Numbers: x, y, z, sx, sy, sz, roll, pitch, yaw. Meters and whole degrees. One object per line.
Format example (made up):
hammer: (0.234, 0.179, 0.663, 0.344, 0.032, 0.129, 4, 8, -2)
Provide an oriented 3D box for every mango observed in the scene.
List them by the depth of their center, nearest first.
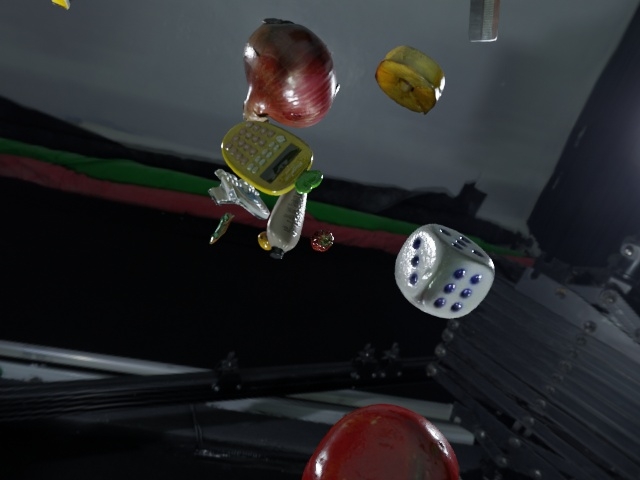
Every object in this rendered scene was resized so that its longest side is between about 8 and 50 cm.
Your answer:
mango: (-0.203, 0.002, 1.733, 0.080, 0.060, 0.114, 45, -172, 12)

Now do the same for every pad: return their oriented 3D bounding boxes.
pad: (0.586, -0.692, 1.531, 0.055, 0.322, 0.250, -8, -165, 45)

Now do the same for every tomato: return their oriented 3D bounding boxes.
tomato: (0.119, 0.504, 0.909, 0.290, 0.293, 0.325, 34, -117, 23)

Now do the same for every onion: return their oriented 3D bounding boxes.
onion: (-0.096, -0.531, 1.429, 0.355, 0.353, 0.353, 12, -154, -6)

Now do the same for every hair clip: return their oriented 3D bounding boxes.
hair clip: (-0.192, -0.104, 1.093, 0.140, 0.054, 0.220, 49, -169, 18)

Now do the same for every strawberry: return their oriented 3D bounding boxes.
strawberry: (0.000, 0.000, 1.408, 0.074, 0.073, 0.083, 5, 179, -20)

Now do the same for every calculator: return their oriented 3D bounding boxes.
calculator: (-0.102, -0.171, 0.935, 0.235, 0.032, 0.146, 35, -108, 14)

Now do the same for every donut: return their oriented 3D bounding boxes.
donut: (0.221, -0.396, 1.079, 0.174, 0.074, 0.190, 36, 177, 16)

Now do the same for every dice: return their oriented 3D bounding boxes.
dice: (0.329, 0.081, 1.201, 0.194, 0.193, 0.191, 18, -153, -25)

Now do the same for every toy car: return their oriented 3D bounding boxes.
toy car: (-0.332, -0.039, 1.484, 0.035, 0.121, 0.059, 29, 163, -18)

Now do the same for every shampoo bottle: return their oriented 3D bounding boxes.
shampoo bottle: (-0.111, -0.059, 1.456, 0.078, 0.256, 0.127, -10, 145, 41)

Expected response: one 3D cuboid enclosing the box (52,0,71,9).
box: (-0.437, -0.560, 0.800, 0.033, 0.246, 0.129, 19, 173, -15)
